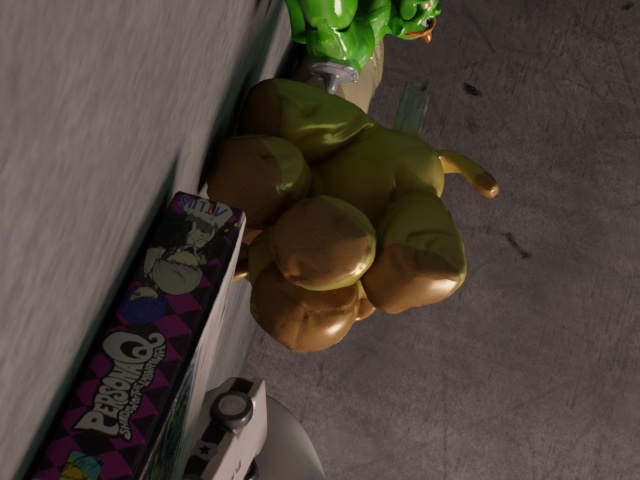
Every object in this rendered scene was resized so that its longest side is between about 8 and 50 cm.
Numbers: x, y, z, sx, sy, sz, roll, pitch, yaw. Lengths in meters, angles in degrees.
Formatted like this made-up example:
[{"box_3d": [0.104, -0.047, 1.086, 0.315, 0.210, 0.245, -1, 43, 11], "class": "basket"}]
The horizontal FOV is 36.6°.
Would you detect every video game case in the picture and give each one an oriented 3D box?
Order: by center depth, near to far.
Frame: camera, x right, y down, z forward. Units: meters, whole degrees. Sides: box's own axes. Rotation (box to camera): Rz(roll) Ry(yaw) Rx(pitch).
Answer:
[{"box_3d": [-0.099, 0.126, 0.472, 0.232, 0.042, 0.210, 108, 0, -48], "class": "video game case"}]

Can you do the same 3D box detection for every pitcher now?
[{"box_3d": [-0.070, 0.251, 0.935, 0.178, 0.207, 0.125, -41, 141, -14], "class": "pitcher"}]

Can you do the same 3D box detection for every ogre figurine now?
[{"box_3d": [0.021, -0.170, 0.567, 0.197, 0.097, 0.118, -97, -177, -53], "class": "ogre figurine"}]

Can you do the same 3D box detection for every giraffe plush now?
[{"box_3d": [0.000, 0.000, 0.662, 0.210, 0.181, 0.170, -44, 170, -52], "class": "giraffe plush"}]

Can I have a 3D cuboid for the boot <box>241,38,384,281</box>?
[{"box_3d": [-0.008, -0.084, 0.936, 0.262, 0.095, 0.203, 102, 4, -52], "class": "boot"}]

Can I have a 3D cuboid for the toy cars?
[{"box_3d": [-0.136, 0.296, 0.791, 0.176, 0.087, 0.393, 46, 57, -73], "class": "toy cars"}]
